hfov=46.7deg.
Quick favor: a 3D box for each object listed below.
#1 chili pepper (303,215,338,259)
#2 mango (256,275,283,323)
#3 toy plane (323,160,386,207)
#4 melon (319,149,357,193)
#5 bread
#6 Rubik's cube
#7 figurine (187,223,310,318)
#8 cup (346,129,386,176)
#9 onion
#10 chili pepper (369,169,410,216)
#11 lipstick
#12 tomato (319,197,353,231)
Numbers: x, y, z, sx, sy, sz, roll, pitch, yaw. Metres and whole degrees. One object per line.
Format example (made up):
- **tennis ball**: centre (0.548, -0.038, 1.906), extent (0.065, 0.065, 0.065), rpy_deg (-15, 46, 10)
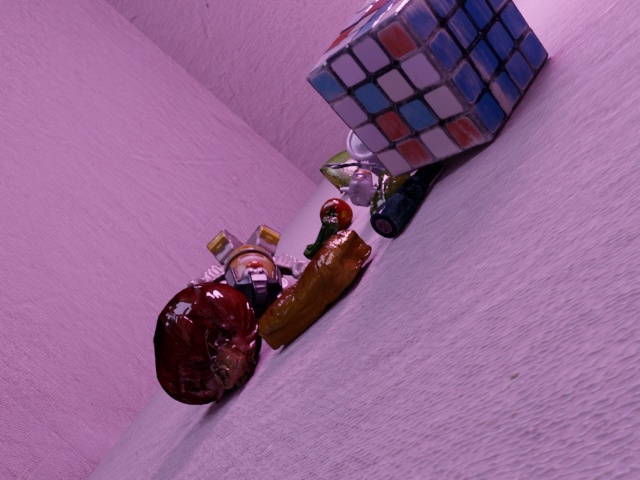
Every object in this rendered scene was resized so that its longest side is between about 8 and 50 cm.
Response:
- **chili pepper**: centre (0.000, 0.007, 1.854), extent (0.182, 0.050, 0.073), rpy_deg (132, 140, -55)
- **mango**: centre (-0.191, 0.157, 1.969), extent (0.195, 0.142, 0.332), rpy_deg (-48, 13, 31)
- **toy plane**: centre (0.087, -0.110, 1.632), extent (0.273, 0.182, 0.107), rpy_deg (155, 123, -79)
- **melon**: centre (0.098, -0.256, 2.502), extent (0.169, 0.129, 0.265), rpy_deg (-46, 5, -3)
- **bread**: centre (-0.014, 0.087, 1.335), extent (0.271, 0.077, 0.139), rpy_deg (-48, 2, 42)
- **Rubik's cube**: centre (0.181, -0.299, 1.254), extent (0.253, 0.259, 0.256), rpy_deg (-14, 33, 53)
- **figurine**: centre (-0.166, 0.085, 1.807), extent (0.308, 0.143, 0.308), rpy_deg (-15, 40, 13)
- **cup**: centre (0.141, -0.216, 1.655), extent (0.136, 0.099, 0.133), rpy_deg (-44, -31, 13)
- **onion**: centre (-0.246, 0.226, 1.551), extent (0.221, 0.281, 0.281), rpy_deg (8, -42, -42)
- **chili pepper**: centre (0.134, -0.095, 1.385), extent (0.072, 0.073, 0.204), rpy_deg (-38, 13, 34)
- **lipstick**: centre (0.169, -0.093, 1.297), extent (0.234, 0.053, 0.053), rpy_deg (-48, 4, -36)
- **tomato**: centre (0.041, -0.065, 1.881), extent (0.087, 0.087, 0.075), rpy_deg (-47, -19, 21)
